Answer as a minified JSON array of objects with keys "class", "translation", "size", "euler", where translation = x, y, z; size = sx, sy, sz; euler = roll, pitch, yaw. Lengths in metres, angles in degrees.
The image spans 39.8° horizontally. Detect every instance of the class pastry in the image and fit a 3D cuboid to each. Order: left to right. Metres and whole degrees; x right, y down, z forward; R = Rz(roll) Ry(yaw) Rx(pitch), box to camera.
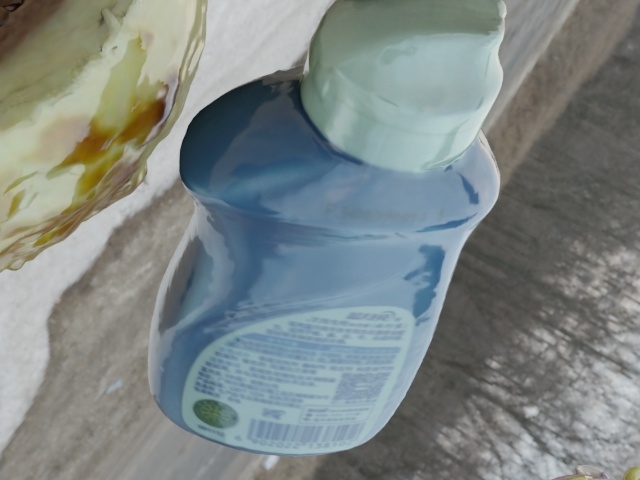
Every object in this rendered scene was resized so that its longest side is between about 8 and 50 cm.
[{"class":"pastry","translation":[-0.170,-0.080,0.440],"size":[0.170,0.256,0.237],"euler":[57,38,-64]}]

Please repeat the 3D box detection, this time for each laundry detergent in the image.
[{"class":"laundry detergent","translation":[0.000,0.000,0.418],"size":[0.290,0.143,0.094],"euler":[111,-11,-48]}]

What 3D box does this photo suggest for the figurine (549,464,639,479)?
[{"class":"figurine","translation":[0.180,0.148,0.447],"size":[0.083,0.187,0.083],"euler":[173,-90,-83]}]
